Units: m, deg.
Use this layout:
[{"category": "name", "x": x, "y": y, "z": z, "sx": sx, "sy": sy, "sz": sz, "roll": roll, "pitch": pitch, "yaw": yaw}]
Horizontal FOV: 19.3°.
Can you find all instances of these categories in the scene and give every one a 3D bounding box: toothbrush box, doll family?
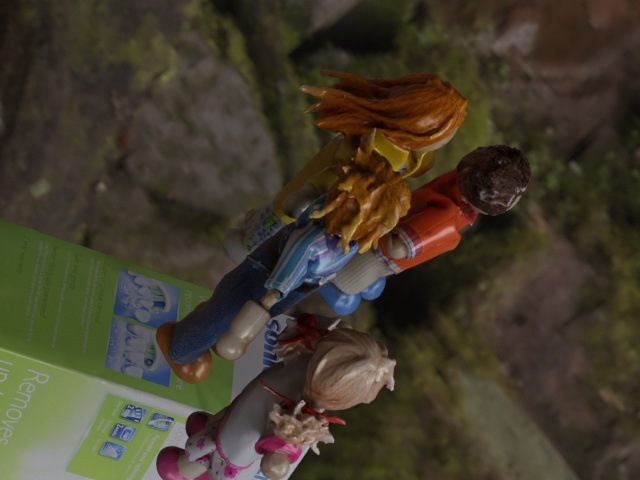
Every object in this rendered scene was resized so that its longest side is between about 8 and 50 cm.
[{"category": "toothbrush box", "x": -0.173, "y": 0.118, "z": 1.300, "sx": 0.283, "sy": 0.122, "sz": 0.206, "roll": 19, "pitch": 131, "yaw": -17}, {"category": "doll family", "x": 0.000, "y": 0.000, "z": 0.897, "sx": 0.163, "sy": 0.118, "sz": 0.263, "roll": -37, "pitch": -171, "yaw": 42}]
